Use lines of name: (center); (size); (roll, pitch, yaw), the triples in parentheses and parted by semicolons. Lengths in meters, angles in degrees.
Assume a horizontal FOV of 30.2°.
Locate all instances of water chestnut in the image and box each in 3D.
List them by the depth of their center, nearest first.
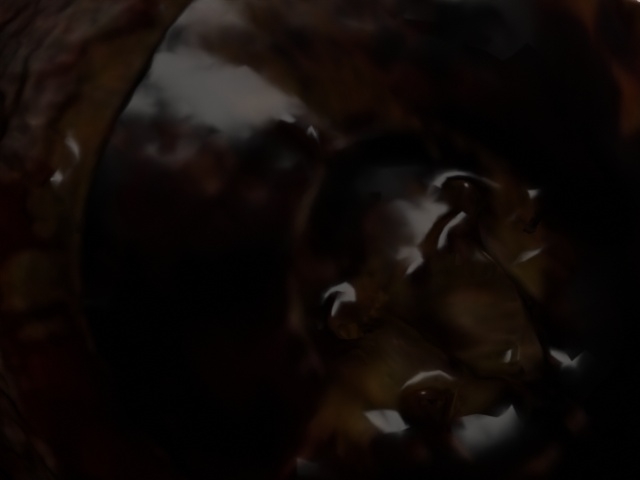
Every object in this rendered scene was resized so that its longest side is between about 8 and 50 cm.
water chestnut: (0.000, 0.000, 0.513); (0.350, 0.350, 0.302); (5, -3, -6)
